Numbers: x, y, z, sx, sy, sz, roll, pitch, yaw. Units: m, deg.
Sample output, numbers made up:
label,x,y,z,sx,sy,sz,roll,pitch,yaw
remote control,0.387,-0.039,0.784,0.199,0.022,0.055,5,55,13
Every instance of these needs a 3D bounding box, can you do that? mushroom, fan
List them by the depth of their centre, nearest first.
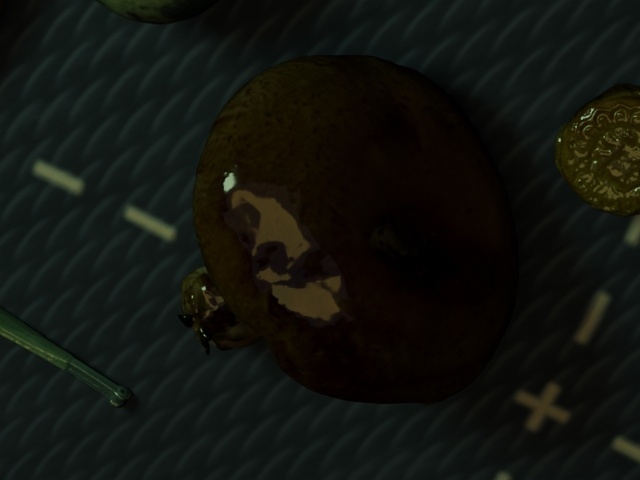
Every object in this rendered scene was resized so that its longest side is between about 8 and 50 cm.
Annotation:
label,x,y,z,sx,sy,sz,roll,pitch,yaw
mushroom,0.013,-0.018,1.340,0.254,0.267,0.267,24,112,41
fan,-0.245,0.086,1.497,0.193,0.038,0.016,32,121,0

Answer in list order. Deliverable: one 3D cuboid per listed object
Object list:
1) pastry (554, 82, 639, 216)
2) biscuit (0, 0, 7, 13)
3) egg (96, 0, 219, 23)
label,x,y,z,sx,sy,sz,roll,pitch,yaw
pastry,0.232,-0.068,1.340,0.109,0.057,0.097,11,108,10
biscuit,-0.373,-0.290,1.408,0.314,0.063,0.367,29,109,6
egg,-0.136,-0.244,1.330,0.182,0.141,0.141,47,110,16
